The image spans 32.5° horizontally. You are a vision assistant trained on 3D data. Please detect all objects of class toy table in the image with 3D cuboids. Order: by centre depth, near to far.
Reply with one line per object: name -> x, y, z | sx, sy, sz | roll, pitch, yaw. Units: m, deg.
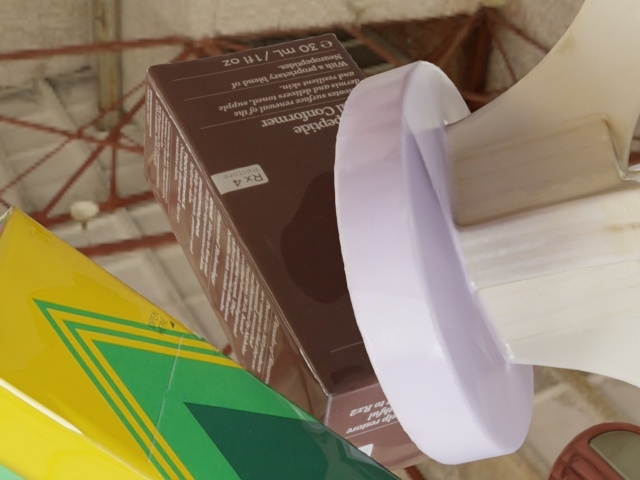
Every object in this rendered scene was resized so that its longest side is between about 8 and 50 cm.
toy table -> 0.118, -0.012, 0.479 | 0.160, 0.252, 0.274 | -15, -166, 17

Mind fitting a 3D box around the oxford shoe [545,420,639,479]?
oxford shoe -> 0.146, 0.321, 0.814 | 0.140, 0.146, 0.397 | 37, -116, 18

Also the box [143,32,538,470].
box -> 0.000, 0.000, 0.914 | 0.191, 0.143, 0.381 | -15, -128, -23

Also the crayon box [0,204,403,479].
crayon box -> -0.150, 0.194, 0.603 | 0.313, 0.363, 0.106 | 39, -148, -22
